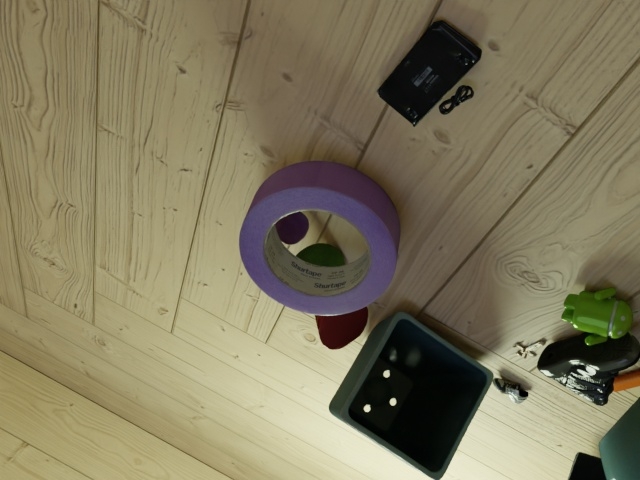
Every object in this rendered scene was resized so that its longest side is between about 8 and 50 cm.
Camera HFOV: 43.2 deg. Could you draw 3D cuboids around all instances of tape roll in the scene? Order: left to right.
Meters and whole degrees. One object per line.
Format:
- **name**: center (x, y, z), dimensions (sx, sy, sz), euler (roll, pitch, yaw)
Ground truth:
- **tape roll**: center (0.000, 0.000, 1.417), dimensions (0.274, 0.090, 0.275), euler (5, 125, 7)

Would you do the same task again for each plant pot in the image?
- **plant pot**: center (0.158, 0.321, 1.699), dimensions (0.247, 0.248, 0.252), euler (35, 163, -9)
- **plant pot**: center (0.610, 0.378, 1.420), dimensions (0.195, 0.290, 0.290), euler (42, 154, 25)

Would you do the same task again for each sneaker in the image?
- **sneaker**: center (0.397, 0.306, 1.683), dimensions (0.083, 0.032, 0.037), euler (33, 134, -15)
- **sneaker**: center (0.503, 0.224, 1.434), dimensions (0.130, 0.087, 0.227), euler (34, 150, -11)

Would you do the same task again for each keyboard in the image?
- **keyboard**: center (0.161, -0.225, 1.138), dimensions (0.108, 0.023, 0.180), euler (39, 148, -4)

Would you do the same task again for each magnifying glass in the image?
- **magnifying glass**: center (0.601, 0.233, 1.427), dimensions (0.092, 0.026, 0.231), euler (36, 145, -11)

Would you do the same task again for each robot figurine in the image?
- **robot figurine**: center (0.461, 0.122, 1.338), dimensions (0.115, 0.067, 0.101), euler (14, 115, 24)

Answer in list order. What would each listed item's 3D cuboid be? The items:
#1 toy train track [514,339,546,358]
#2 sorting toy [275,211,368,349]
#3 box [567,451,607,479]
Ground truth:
- **toy train track**: center (0.403, 0.211, 1.555), dimensions (0.048, 0.014, 0.083), euler (33, 147, -6)
- **sorting toy**: center (-0.026, 0.061, 1.632), dimensions (0.126, 0.127, 0.366), euler (38, 160, 50)
- **box**: center (0.676, 0.670, 1.751), dimensions (0.293, 0.212, 0.395), euler (14, 149, 29)
